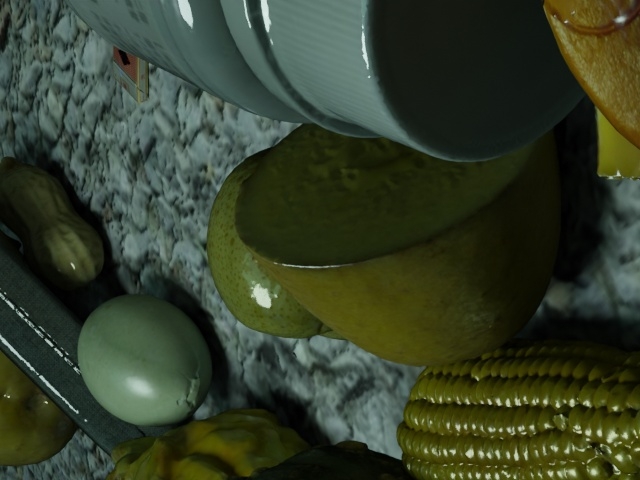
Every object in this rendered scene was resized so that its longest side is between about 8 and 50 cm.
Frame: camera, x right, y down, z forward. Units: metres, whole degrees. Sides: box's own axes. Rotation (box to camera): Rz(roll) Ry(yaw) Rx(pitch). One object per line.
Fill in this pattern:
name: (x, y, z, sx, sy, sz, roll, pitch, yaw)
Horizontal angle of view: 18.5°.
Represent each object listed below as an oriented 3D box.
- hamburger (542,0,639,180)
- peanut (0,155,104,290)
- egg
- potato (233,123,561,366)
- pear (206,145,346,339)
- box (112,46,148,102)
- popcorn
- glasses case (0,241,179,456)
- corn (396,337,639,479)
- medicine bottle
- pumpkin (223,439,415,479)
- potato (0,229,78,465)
hamburger: (0.200, -0.135, 0.896, 0.262, 0.139, 0.243, 13, 123, 60)
peanut: (-0.276, -0.018, 1.970, 0.187, 0.082, 0.082, 51, 150, 30)
egg: (-0.160, 0.111, 1.804, 0.152, 0.114, 0.114, 34, 139, 45)
potato: (0.066, 0.004, 1.225, 0.178, 0.203, 0.158, 28, 148, 48)
pear: (0.000, 0.000, 1.359, 0.167, 0.167, 0.136, 5, 88, 61)
box: (-0.166, -0.165, 1.713, 0.046, 0.012, 0.083, 45, 145, 35)
popcorn: (-0.108, 0.251, 1.681, 0.266, 0.192, 0.233, 24, 100, 42)
glasses case: (-0.270, 0.097, 1.921, 0.323, 0.074, 0.131, 45, 169, -5)
corn: (0.149, 0.117, 1.228, 0.322, 0.119, 0.119, -10, 101, 60)
medicine bottle: (0.005, -0.185, 1.109, 0.306, 0.245, 0.245, 29, 135, 44)
pumpkin: (0.023, 0.290, 1.365, 0.257, 0.291, 0.327, -7, 126, 39)
potato: (-0.353, 0.125, 2.091, 0.242, 0.242, 0.285, 38, 138, 45)
